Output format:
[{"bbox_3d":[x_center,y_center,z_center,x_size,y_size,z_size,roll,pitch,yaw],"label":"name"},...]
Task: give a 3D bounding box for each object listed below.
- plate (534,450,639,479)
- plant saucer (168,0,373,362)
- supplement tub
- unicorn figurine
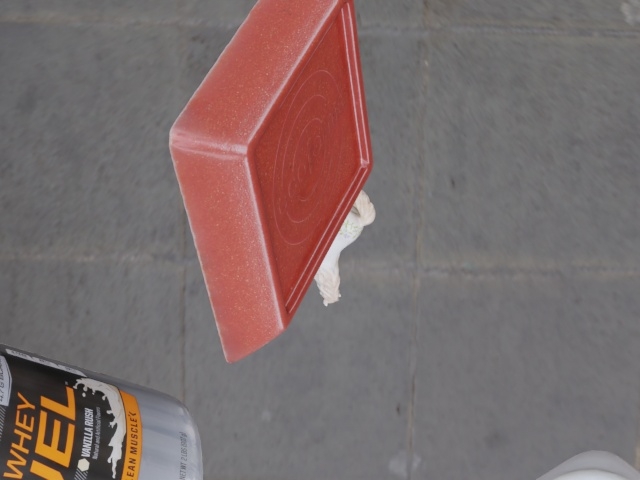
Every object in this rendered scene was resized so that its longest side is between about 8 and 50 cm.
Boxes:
[{"bbox_3d":[0.143,0.221,0.755,0.277,0.278,0.045,-23,121,-25],"label":"plate"},{"bbox_3d":[-0.022,-0.069,1.111,0.048,0.258,0.259,12,140,21],"label":"plant saucer"},{"bbox_3d":[-0.164,0.110,0.694,0.190,0.117,0.117,21,105,-33],"label":"supplement tub"},{"bbox_3d":[0.000,0.000,1.416,0.111,0.060,0.162,45,138,3],"label":"unicorn figurine"}]
